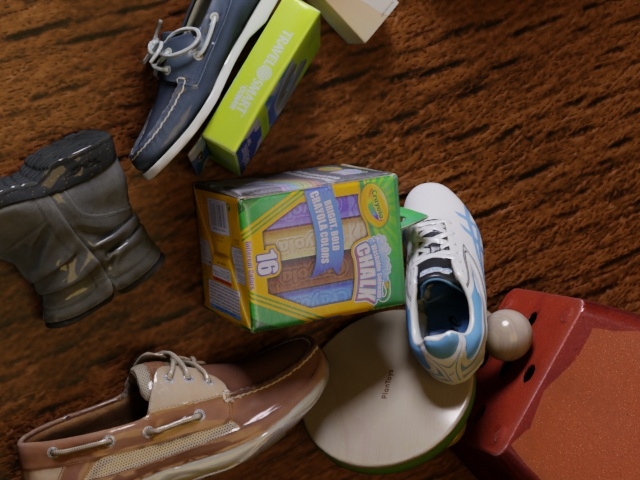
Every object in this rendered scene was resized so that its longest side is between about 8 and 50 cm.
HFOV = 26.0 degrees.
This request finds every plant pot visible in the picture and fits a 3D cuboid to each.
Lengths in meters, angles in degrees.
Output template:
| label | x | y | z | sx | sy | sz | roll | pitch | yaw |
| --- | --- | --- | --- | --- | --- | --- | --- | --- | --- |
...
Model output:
| label | x | y | z | sx | sy | sz | roll | pitch | yaw |
| --- | --- | --- | --- | --- | --- | --- | --- | --- | --- |
| plant pot | 0.284 | 0.190 | 1.464 | 0.235 | 0.267 | 0.267 | 32 | 83 | -17 |

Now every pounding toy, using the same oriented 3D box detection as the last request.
| label | x | y | z | sx | sy | sz | roll | pitch | yaw |
| --- | --- | --- | --- | --- | --- | --- | --- | --- | --- |
| pounding toy | 0.099 | 0.156 | 1.428 | 0.237 | 0.183 | 0.110 | -48 | 140 | -16 |

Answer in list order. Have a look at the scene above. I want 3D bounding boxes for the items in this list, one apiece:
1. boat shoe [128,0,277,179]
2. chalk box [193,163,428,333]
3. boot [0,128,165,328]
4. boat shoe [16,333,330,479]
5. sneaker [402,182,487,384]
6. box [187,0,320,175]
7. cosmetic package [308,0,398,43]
| label | x | y | z | sx | sy | sz | roll | pitch | yaw |
| --- | --- | --- | --- | --- | --- | --- | --- | --- | --- |
| boat shoe | -0.118 | -0.177 | 1.291 | 0.079 | 0.095 | 0.254 | 34 | 78 | -22 |
| chalk box | 0.000 | 0.000 | 1.356 | 0.213 | 0.132 | 0.132 | -8 | 101 | -24 |
| boot | -0.267 | 0.016 | 1.261 | 0.246 | 0.083 | 0.161 | -26 | 114 | -19 |
| boat shoe | -0.138 | 0.165 | 1.323 | 0.324 | 0.123 | 0.116 | -28 | 107 | -21 |
| sneaker | 0.122 | 0.029 | 1.383 | 0.085 | 0.237 | 0.086 | -10 | 141 | 7 |
| box | -0.060 | -0.137 | 1.318 | 0.042 | 0.109 | 0.178 | 30 | 83 | 4 |
| cosmetic package | 0.017 | -0.255 | 1.376 | 0.115 | 0.041 | 0.060 | 42 | 78 | -25 |
